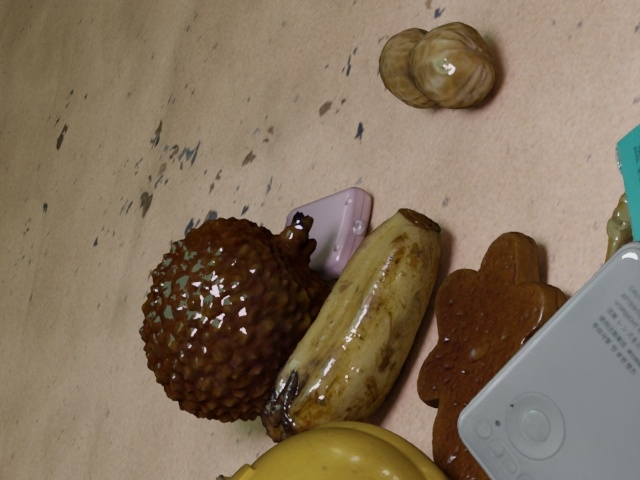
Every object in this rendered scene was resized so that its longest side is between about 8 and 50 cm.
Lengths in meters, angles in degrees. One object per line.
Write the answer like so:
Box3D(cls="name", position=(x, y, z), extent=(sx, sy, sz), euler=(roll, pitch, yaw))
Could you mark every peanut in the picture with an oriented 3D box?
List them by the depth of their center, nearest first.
Box3D(cls="peanut", position=(0.114, -0.176, 1.733), extent=(0.193, 0.089, 0.089), euler=(16, 82, 65))

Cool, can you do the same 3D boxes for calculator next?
Box3D(cls="calculator", position=(0.000, 0.000, 1.856), extent=(0.175, 0.032, 0.100), euler=(-18, 53, 58))

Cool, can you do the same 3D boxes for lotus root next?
Box3D(cls="lotus root", position=(0.040, 0.090, 1.628), extent=(0.258, 0.097, 0.110), euler=(-58, 32, -2))

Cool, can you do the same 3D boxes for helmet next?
Box3D(cls="helmet", position=(0.042, 0.229, 1.415), extent=(0.140, 0.205, 0.257), euler=(-48, 44, -5))

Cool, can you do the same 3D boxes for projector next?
Box3D(cls="projector", position=(0.233, 0.145, 1.057), extent=(0.256, 0.099, 0.192), euler=(52, 123, 21))

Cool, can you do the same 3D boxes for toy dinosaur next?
Box3D(cls="toy dinosaur", position=(0.243, -0.010, 1.388), extent=(0.041, 0.026, 0.113), euler=(-39, 26, 56))

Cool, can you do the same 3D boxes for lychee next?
Box3D(cls="lychee", position=(-0.078, 0.073, 1.754), extent=(0.238, 0.200, 0.200), euler=(-53, 27, 9))

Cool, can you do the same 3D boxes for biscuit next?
Box3D(cls="biscuit", position=(0.144, 0.109, 1.465), extent=(0.180, 0.039, 0.236), euler=(-37, 37, 42))

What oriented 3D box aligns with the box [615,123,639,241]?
Box3D(cls="box", position=(0.342, -0.055, 1.124), extent=(0.311, 0.118, 0.205), euler=(-45, 36, 39))
